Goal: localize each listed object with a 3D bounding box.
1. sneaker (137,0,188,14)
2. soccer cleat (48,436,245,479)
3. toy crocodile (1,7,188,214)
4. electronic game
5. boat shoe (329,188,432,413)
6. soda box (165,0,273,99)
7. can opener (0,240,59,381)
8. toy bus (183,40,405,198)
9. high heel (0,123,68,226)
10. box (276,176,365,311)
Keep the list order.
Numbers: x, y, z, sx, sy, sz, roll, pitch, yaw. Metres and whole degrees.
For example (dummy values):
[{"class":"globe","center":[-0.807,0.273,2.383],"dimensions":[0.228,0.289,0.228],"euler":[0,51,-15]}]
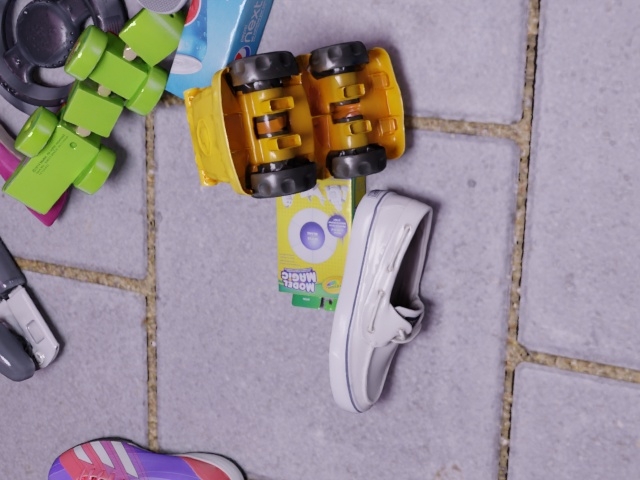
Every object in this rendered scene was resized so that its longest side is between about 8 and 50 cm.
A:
[{"class":"sneaker","center":[-0.161,-0.401,1.264],"dimensions":[0.105,0.115,0.281],"euler":[7,99,17]},{"class":"soccer cleat","center":[-0.258,0.335,1.481],"dimensions":[0.318,0.116,0.109],"euler":[-1,101,28]},{"class":"toy crocodile","center":[-0.285,-0.166,1.373],"dimensions":[0.115,0.105,0.340],"euler":[29,117,-23]},{"class":"electronic game","center":[-0.351,-0.269,1.430],"dimensions":[0.229,0.048,0.229],"euler":[5,105,19]},{"class":"boat shoe","center":[0.077,0.078,1.265],"dimensions":[0.088,0.096,0.268],"euler":[15,100,29]},{"class":"soda box","center":[-0.110,-0.261,1.296],"dimensions":[0.071,0.067,0.210],"euler":[29,113,19]},{"class":"can opener","center":[-0.467,0.065,1.541],"dimensions":[0.076,0.095,0.283],"euler":[-37,84,28]},{"class":"toy bus","center":[-0.045,-0.131,1.245],"dimensions":[0.211,0.220,0.150],"euler":[-1,102,61]},{"class":"high heel","center":[-0.450,-0.107,1.503],"dimensions":[0.244,0.082,0.117],"euler":[18,100,10]},{"class":"box","center":[0.000,0.000,1.313],"dimensions":[0.105,0.043,0.179],"euler":[5,105,27]}]
